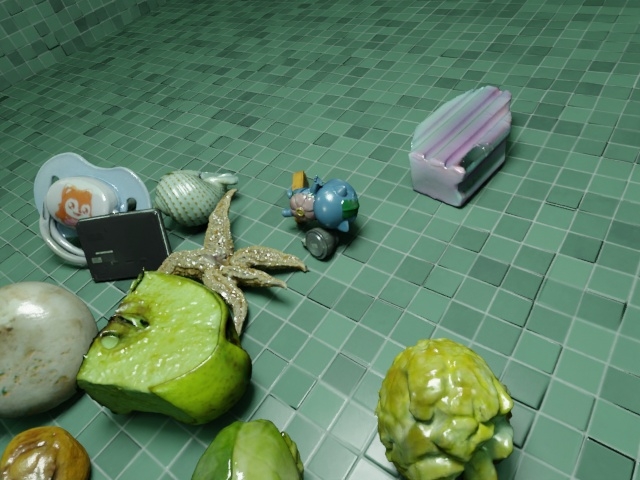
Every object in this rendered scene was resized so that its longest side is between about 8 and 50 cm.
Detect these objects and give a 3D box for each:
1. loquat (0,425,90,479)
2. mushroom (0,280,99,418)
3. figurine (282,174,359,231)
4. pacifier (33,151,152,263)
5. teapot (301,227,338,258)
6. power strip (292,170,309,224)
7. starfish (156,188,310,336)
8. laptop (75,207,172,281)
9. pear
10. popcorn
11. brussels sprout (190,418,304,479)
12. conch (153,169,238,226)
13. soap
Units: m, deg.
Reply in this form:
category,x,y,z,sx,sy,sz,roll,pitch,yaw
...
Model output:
category,x,y,z,sx,sy,sz,roll,pitch,yaw
loquat,-0.419,0.353,0.652,0.112,0.137,0.137,-16,45,-6
mushroom,-0.537,0.194,0.808,0.243,0.244,0.244,-8,46,8
figurine,0.010,-0.082,0.933,0.178,0.115,0.144,5,9,32
pacifier,-0.548,-0.089,1.097,0.299,0.244,0.233,17,18,2
teapot,0.000,0.000,0.928,0.057,0.066,0.087,-26,19,-37
power strip,-0.048,-0.101,1.039,0.028,0.049,0.178,-13,45,12
starfish,-0.168,0.049,0.907,0.293,0.084,0.302,24,61,28
laptop,-0.441,0.012,0.979,0.206,0.154,0.026,-7,17,9
pear,-0.229,0.181,0.744,0.255,0.164,0.239,2,45,14
popcorn,0.172,0.242,0.579,0.212,0.198,0.198,44,67,13
brussels sprout,-0.089,0.324,0.546,0.131,0.183,0.145,-14,24,8
conch,-0.304,-0.102,1.058,0.199,0.131,0.172,-2,13,-25
soap,0.338,-0.237,1.020,0.192,0.109,0.324,30,61,35
